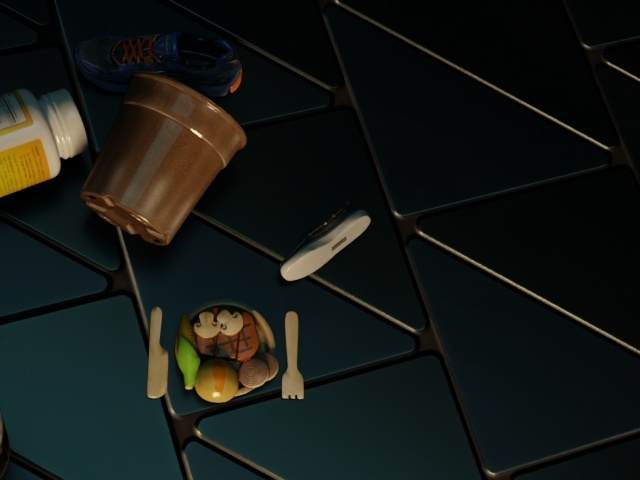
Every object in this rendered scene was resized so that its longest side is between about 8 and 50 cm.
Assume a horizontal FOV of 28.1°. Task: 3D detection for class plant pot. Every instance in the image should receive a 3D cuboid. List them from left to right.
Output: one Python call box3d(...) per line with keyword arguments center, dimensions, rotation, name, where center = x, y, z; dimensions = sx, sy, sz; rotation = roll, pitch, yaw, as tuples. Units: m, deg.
box3d(center=(-0.201, -0.093, 1.576), dimensions=(0.167, 0.167, 0.165), rotation=(28, 76, 0), name="plant pot")

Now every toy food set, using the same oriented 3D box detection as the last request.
box3d(center=(-0.115, 0.133, 1.564), dimensions=(0.192, 0.038, 0.132), rotation=(1, 70, -10), name="toy food set")

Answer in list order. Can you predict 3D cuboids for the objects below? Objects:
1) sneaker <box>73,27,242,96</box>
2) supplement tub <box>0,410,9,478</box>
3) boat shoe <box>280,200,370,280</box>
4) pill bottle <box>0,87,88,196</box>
box3d(center=(-0.208, -0.242, 1.659), dimensions=(0.221, 0.087, 0.083), rotation=(0, 69, -11), name="sneaker")
box3d(center=(-0.401, 0.222, 1.397), dimensions=(0.117, 0.190, 0.117), rotation=(3, 69, -9), name="supplement tub")
box3d(center=(0.000, 0.000, 1.634), dimensions=(0.142, 0.049, 0.040), rotation=(-35, 61, -21), name="boat shoe")
box3d(center=(-0.398, -0.112, 1.560), dimensions=(0.215, 0.117, 0.117), rotation=(-22, 75, -17), name="pill bottle")
